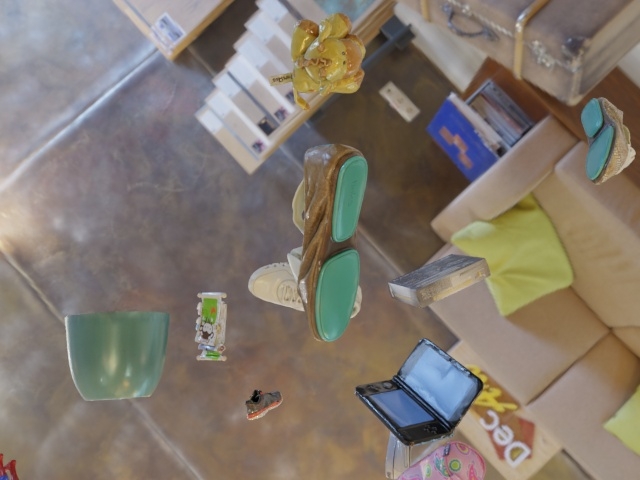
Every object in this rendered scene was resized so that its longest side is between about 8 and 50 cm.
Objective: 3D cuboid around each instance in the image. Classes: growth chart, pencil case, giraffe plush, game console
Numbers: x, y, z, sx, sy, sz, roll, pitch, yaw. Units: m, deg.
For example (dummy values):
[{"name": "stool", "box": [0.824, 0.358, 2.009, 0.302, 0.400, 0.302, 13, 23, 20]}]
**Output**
[{"name": "growth chart", "box": [-0.359, 0.279, 2.025, 0.171, 0.238, 0.021, -16, 159, 41]}, {"name": "pencil case", "box": [0.265, 0.580, 1.467, 0.124, 0.124, 0.284, 46, 132, 10]}, {"name": "giraffe plush", "box": [0.011, -0.357, 1.215, 0.181, 0.210, 0.170, 60, 169, -15]}, {"name": "game console", "box": [0.283, 0.437, 1.832, 0.250, 0.174, 0.293, -2, -160, -30]}]

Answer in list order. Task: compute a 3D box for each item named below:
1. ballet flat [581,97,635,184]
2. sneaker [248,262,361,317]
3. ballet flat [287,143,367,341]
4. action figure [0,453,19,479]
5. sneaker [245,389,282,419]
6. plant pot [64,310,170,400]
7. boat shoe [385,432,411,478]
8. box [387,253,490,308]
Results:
[{"name": "ballet flat", "box": [0.441, -0.148, 0.935, 0.067, 0.206, 0.073, 24, 137, -4]}, {"name": "sneaker", "box": [-0.036, 0.130, 1.544, 0.291, 0.110, 0.118, 10, -163, -4]}, {"name": "ballet flat", "box": [0.000, 0.000, 1.034, 0.124, 0.116, 0.343, 25, 123, 39]}, {"name": "action figure", "box": [-0.742, 0.651, 1.420, 0.280, 0.139, 0.091, 49, 170, 36]}, {"name": "sneaker", "box": [-0.154, 0.430, 1.685, 0.158, 0.061, 0.065, -19, -91, -68]}, {"name": "plant pot", "box": [-0.580, 0.335, 1.779, 0.293, 0.292, 0.235, 84, -177, -79]}, {"name": "boat shoe", "box": [0.264, 0.611, 1.928, 0.088, 0.268, 0.096, 0, 131, 19]}, {"name": "box", "box": [0.329, 0.109, 1.737, 0.056, 0.230, 0.183, 70, 163, -10]}]
